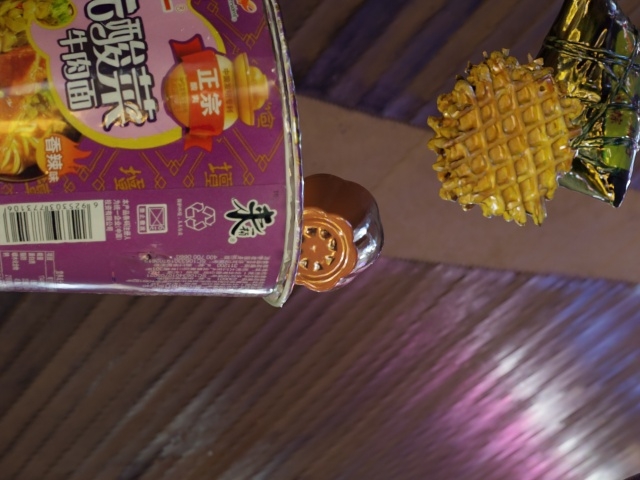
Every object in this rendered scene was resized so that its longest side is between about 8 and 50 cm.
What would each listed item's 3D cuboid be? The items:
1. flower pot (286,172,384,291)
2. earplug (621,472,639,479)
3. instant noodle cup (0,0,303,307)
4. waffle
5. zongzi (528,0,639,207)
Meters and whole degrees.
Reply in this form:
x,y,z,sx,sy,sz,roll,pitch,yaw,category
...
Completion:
x,y,z,sx,sy,sz,roll,pitch,yaw,category
0.000,0.000,1.795,0.190,0.191,0.173,-39,-175,14,flower pot
0.216,0.350,0.647,0.215,0.456,0.215,-2,-171,0,earplug
-0.182,-0.093,1.026,0.265,0.340,0.340,-6,148,-13,instant noodle cup
0.218,-0.124,1.352,0.193,0.070,0.197,11,99,-25,waffle
0.507,-0.261,2.034,0.362,0.319,0.384,0,110,-42,zongzi
